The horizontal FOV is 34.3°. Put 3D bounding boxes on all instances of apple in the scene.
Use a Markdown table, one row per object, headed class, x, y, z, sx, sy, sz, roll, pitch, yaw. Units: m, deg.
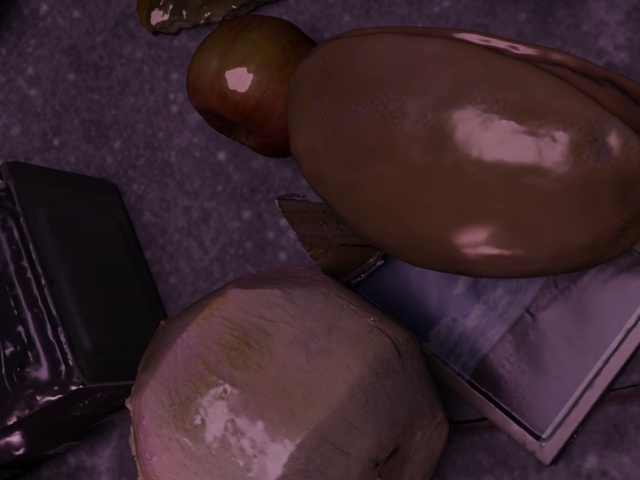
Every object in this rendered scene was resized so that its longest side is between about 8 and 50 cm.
| class | x | y | z | sx | sy | sz | roll | pitch | yaw |
| --- | --- | --- | --- | --- | --- | --- | --- | --- | --- |
| apple | -0.046 | -0.130 | 0.862 | 0.126 | 0.126 | 0.102 | 27 | 79 | 24 |

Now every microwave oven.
| class | x | y | z | sx | sy | sz | roll | pitch | yaw |
| --- | --- | --- | --- | --- | --- | --- | --- | --- | --- |
| microwave oven | -0.312 | 0.093 | 0.935 | 0.295 | 0.181 | 0.237 | -28 | 74 | 20 |

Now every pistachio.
| class | x | y | z | sx | sy | sz | roll | pitch | yaw |
| --- | --- | --- | --- | --- | --- | --- | --- | --- | --- |
| pistachio | 0.103 | -0.065 | 0.741 | 0.293 | 0.162 | 0.181 | 17 | 130 | 28 |

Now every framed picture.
| class | x | y | z | sx | sy | sz | roll | pitch | yaw |
| --- | --- | --- | --- | --- | --- | --- | --- | --- | --- |
| framed picture | 0.135 | 0.027 | 0.827 | 0.260 | 0.023 | 0.189 | 39 | 103 | 23 |

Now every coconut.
| class | x | y | z | sx | sy | sz | roll | pitch | yaw |
| --- | --- | --- | --- | --- | --- | --- | --- | --- | --- |
| coconut | -0.036 | 0.135 | 0.787 | 0.230 | 0.227 | 0.227 | 33 | 99 | 27 |

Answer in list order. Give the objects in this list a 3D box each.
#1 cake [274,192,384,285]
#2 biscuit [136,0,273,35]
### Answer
| class | x | y | z | sx | sy | sz | roll | pitch | yaw |
| --- | --- | --- | --- | --- | --- | --- | --- | --- | --- |
| cake | 0.000 | 0.000 | 0.814 | 0.065 | 0.121 | 0.052 | -38 | 65 | 27 |
| biscuit | -0.058 | -0.295 | 0.928 | 0.273 | 0.036 | 0.187 | -13 | 81 | 23 |
